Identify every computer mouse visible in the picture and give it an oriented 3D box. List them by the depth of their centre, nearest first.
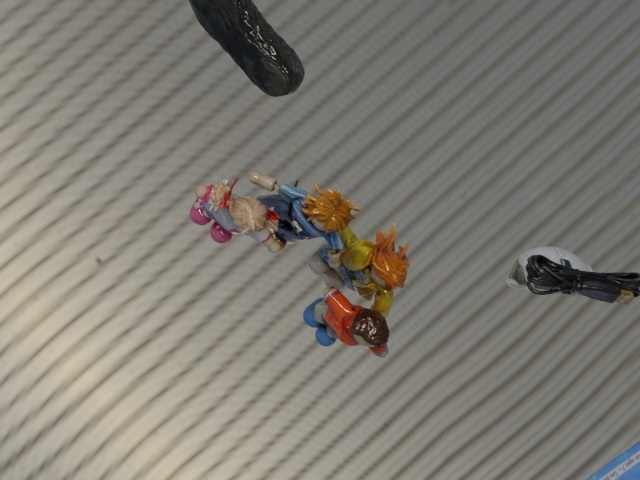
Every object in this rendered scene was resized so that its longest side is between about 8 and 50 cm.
[{"bbox_3d":[0.212,0.027,1.448,0.106,0.193,0.042,6,91,-8],"label":"computer mouse"}]

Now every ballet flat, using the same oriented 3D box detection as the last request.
[{"bbox_3d":[-0.079,-0.214,1.597,0.057,0.049,0.173,-31,98,31],"label":"ballet flat"}]

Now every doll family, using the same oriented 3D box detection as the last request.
[{"bbox_3d":[0.000,0.000,1.590,0.263,0.163,0.118,43,74,-17],"label":"doll family"}]

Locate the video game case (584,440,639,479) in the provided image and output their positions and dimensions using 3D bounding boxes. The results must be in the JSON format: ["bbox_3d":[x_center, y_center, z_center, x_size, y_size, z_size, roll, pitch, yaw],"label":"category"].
[{"bbox_3d":[0.293,0.258,1.202,0.269,0.061,0.244,-42,51,25],"label":"video game case"}]
